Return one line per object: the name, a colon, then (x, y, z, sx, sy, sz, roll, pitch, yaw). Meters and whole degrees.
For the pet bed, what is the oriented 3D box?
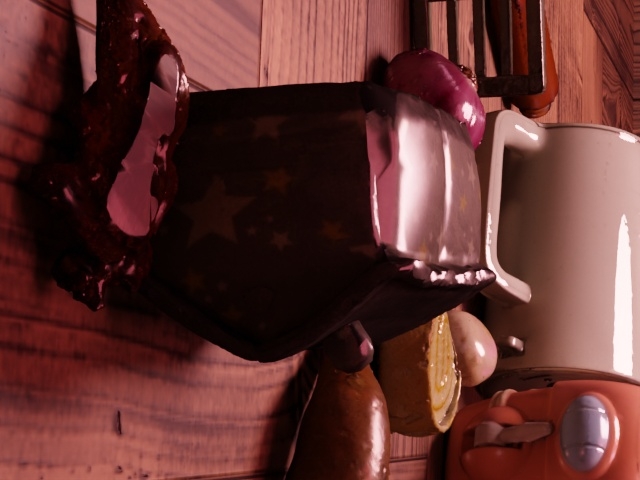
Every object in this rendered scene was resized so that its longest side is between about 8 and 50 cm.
pet bed: (0.000, 0.000, 0.841, 0.211, 0.183, 0.159, 13, 76, -70)

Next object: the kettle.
kettle: (0.272, 0.029, 1.668, 0.205, 0.265, 0.318, 127, -27, -67)

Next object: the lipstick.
lipstick: (0.232, -0.301, 1.677, 0.418, 0.077, 0.077, 69, 28, -49)

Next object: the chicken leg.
chicken leg: (-0.105, -0.069, 0.730, 0.089, 0.048, 0.219, 26, 65, -48)

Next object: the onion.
onion: (0.099, -0.120, 1.278, 0.104, 0.115, 0.115, -48, 167, 14)

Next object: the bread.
bread: (0.085, 0.099, 1.267, 0.117, 0.064, 0.156, -49, 134, -68)

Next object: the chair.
chair: (0.170, -0.283, 1.403, 0.147, 0.136, 0.270, -27, 114, -67)

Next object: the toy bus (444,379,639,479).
toy bus: (0.265, 0.242, 1.480, 0.232, 0.288, 0.194, 45, 45, -43)

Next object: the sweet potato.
sweet potato: (0.007, 0.180, 1.033, 0.108, 0.079, 0.346, 116, -18, -65)

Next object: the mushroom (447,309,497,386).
mushroom: (0.140, 0.111, 1.417, 0.083, 0.067, 0.083, 44, 15, -15)
